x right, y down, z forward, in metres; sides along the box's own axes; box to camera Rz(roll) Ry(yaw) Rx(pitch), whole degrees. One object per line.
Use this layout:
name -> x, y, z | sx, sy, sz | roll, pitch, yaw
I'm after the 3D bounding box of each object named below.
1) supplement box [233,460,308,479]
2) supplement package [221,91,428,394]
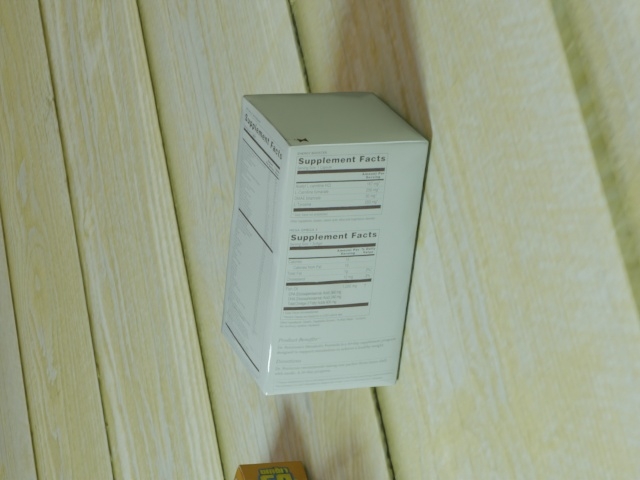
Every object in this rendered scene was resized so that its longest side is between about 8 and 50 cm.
supplement box -> -0.068, 0.339, 1.906 | 0.233, 0.078, 0.080 | 109, 153, -42
supplement package -> 0.000, 0.000, 1.613 | 0.139, 0.133, 0.244 | -130, 42, -57
